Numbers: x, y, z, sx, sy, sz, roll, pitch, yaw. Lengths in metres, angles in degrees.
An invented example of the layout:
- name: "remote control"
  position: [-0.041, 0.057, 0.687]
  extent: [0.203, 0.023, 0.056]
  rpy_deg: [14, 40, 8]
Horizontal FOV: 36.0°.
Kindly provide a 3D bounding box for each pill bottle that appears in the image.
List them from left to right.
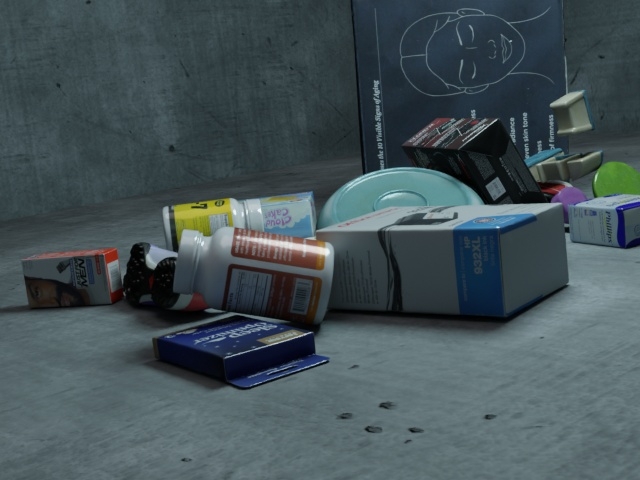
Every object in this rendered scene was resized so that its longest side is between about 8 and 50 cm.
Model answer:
- name: "pill bottle"
  position: [-0.228, -0.027, 2.102]
  extent: [0.208, 0.119, 0.119]
  rpy_deg: [-8, 9, -7]
- name: "pill bottle"
  position: [-0.095, 0.046, 1.397]
  extent: [0.216, 0.121, 0.121]
  rpy_deg: [10, 8, -5]

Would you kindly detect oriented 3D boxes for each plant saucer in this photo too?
- name: "plant saucer"
  position: [0.148, -0.050, 1.790]
  extent: [0.317, 0.044, 0.318]
  rpy_deg: [-4, 35, 3]

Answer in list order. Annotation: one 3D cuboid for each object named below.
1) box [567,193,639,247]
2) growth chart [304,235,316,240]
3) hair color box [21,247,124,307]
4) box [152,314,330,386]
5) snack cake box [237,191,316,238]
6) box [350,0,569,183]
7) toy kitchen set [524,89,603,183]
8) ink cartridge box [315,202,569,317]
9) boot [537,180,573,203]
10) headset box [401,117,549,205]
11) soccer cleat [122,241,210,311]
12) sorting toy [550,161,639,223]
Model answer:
- name: "box"
  position: [0.535, -0.037, 1.754]
  extent: [0.126, 0.072, 0.137]
  rpy_deg: [-13, 12, -28]
- name: "growth chart"
  position: [0.000, 0.000, 2.075]
  extent: [0.237, 0.021, 0.172]
  rpy_deg: [-8, 11, -6]
- name: "hair color box"
  position: [-0.442, 0.068, 1.757]
  extent: [0.167, 0.093, 0.053]
  rpy_deg: [-4, 9, 18]
- name: "box"
  position: [-0.104, 0.138, 1.271]
  extent: [0.136, 0.037, 0.225]
  rpy_deg: [-13, 12, -36]
- name: "snack cake box"
  position: [-0.145, -0.046, 2.242]
  extent: [0.264, 0.089, 0.152]
  rpy_deg: [-6, 9, 4]
- name: "box"
  position: [0.321, -0.360, 2.342]
  extent: [0.471, 0.480, 0.297]
  rpy_deg: [-4, 11, 1]
- name: "toy kitchen set"
  position: [0.483, -0.213, 2.012]
  extent: [0.122, 0.166, 0.207]
  rpy_deg: [-24, 12, -31]
- name: "ink cartridge box"
  position: [0.180, 0.023, 1.466]
  extent: [0.307, 0.129, 0.223]
  rpy_deg: [0, 11, 37]
- name: "boot"
  position: [0.408, -0.086, 2.110]
  extent: [0.244, 0.088, 0.176]
  rpy_deg: [2, 14, 27]
- name: "headset box"
  position: [0.299, -0.130, 1.974]
  extent: [0.110, 0.218, 0.293]
  rpy_deg: [-37, 16, -12]
- name: "soccer cleat"
  position: [-0.245, 0.067, 1.657]
  extent: [0.116, 0.109, 0.318]
  rpy_deg: [11, -2, -28]
- name: "sorting toy"
  position: [0.598, -0.082, 1.991]
  extent: [0.365, 0.127, 0.126]
  rpy_deg: [-14, -18, -24]
